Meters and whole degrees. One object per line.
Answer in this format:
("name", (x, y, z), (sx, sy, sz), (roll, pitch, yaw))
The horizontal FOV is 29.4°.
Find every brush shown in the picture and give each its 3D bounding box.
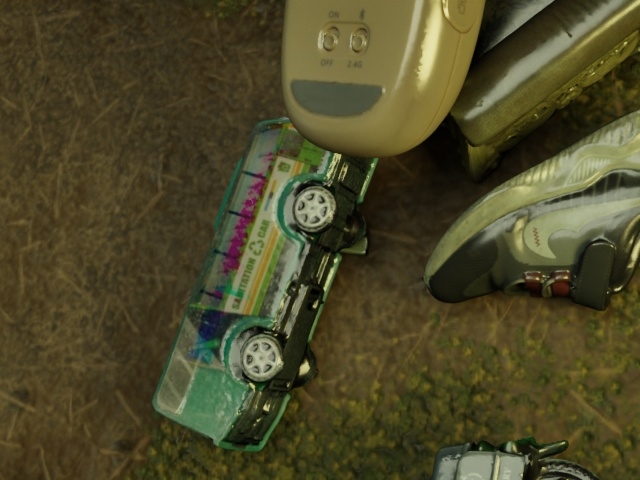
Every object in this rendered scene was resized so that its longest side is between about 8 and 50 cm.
("brush", (0.000, 0.000, 0.995), (0.083, 0.013, 0.016), (7, 79, 20))

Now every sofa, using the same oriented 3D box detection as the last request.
("sofa", (0.113, -0.204, 0.918), (0.200, 0.182, 0.258), (-38, 63, 8))

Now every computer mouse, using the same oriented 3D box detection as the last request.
("computer mouse", (0.045, -0.174, 0.840), (0.145, 0.082, 0.237), (8, 90, 39))

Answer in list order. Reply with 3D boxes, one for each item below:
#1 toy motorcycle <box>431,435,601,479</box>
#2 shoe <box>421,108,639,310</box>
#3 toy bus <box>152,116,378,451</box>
("toy motorcycle", (0.097, 0.262, 0.816), (0.187, 0.125, 0.275), (8, 74, 15))
("shoe", (0.187, -0.003, 0.876), (0.227, 0.099, 0.112), (-34, 71, 9))
("toy bus", (-0.039, 0.032, 0.951), (0.109, 0.091, 0.262), (19, 85, 26))
